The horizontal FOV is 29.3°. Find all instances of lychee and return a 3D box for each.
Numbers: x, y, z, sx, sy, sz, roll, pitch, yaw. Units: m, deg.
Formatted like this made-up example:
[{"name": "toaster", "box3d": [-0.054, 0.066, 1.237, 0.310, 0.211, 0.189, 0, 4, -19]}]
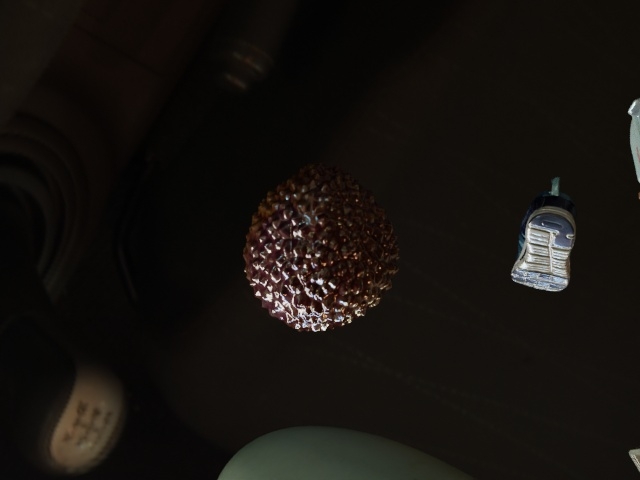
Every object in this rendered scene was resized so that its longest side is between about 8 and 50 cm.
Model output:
[{"name": "lychee", "box3d": [0.000, 0.000, 1.859, 0.271, 0.271, 0.271, -11, 127, -16]}]

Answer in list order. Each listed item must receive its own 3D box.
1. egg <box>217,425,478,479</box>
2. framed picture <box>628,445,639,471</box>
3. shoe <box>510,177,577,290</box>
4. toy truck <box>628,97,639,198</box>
[{"name": "egg", "box3d": [0.062, 0.275, 0.890, 0.230, 0.371, 0.230, -36, 145, -30]}, {"name": "framed picture", "box3d": [0.541, 0.396, 1.709, 0.023, 0.260, 0.189, -29, 172, -16]}, {"name": "shoe", "box3d": [0.353, -0.001, 1.899, 0.091, 0.106, 0.207, 12, 139, 8]}, {"name": "toy truck", "box3d": [0.421, -0.039, 1.303, 0.136, 0.305, 0.162, 4, 152, -16]}]
